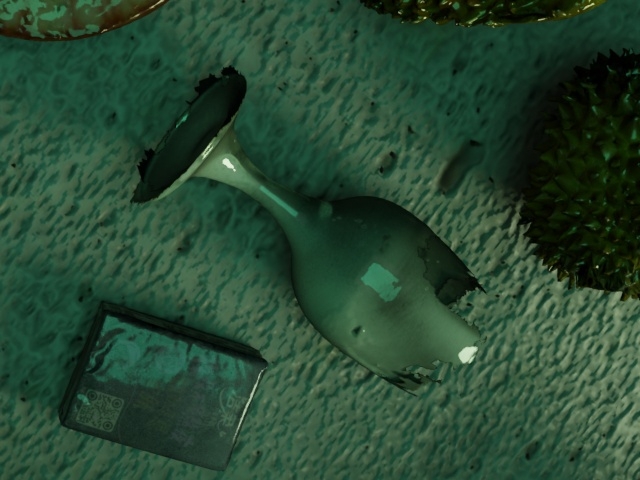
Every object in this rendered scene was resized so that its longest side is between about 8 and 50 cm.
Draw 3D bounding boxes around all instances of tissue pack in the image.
[{"bbox_3d":[-0.137,0.129,1.296,0.156,0.051,0.112,20,99,-18],"label":"tissue pack"}]

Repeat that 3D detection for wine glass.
[{"bbox_3d":[0.000,0.000,1.262,0.321,0.143,0.143,37,91,-21],"label":"wine glass"}]

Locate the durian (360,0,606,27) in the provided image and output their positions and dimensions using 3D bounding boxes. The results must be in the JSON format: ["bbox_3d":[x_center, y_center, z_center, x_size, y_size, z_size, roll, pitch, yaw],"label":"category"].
[{"bbox_3d":[0.199,-0.268,1.200,0.305,0.195,0.185,-35,152,-16],"label":"durian"}]

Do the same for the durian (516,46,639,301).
[{"bbox_3d":[0.319,-0.051,1.283,0.293,0.258,0.258,1,101,-20],"label":"durian"}]

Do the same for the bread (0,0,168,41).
[{"bbox_3d":[-0.226,-0.310,1.149,0.328,0.114,0.295,36,92,-19],"label":"bread"}]
